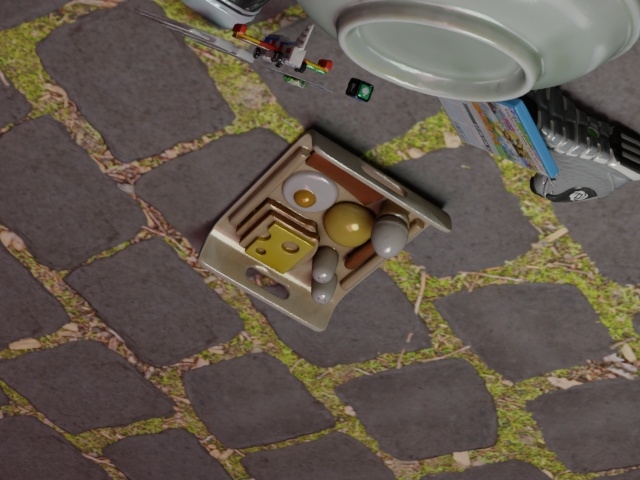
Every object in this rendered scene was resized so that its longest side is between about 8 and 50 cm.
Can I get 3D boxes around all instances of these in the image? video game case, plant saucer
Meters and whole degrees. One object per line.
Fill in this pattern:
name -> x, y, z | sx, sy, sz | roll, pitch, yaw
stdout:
video game case -> 0.200, -0.140, 1.686 | 0.166, 0.015, 0.119 | 30, 160, 50
plant saucer -> 0.130, -0.229, 1.489 | 0.400, 0.101, 0.400 | 15, 168, 3

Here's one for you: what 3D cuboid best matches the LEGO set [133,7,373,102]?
LEGO set -> -0.061, -0.218, 1.585 | 0.244, 0.060, 0.182 | 23, -177, 20

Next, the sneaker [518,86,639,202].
sneaker -> 0.274, -0.106, 1.732 | 0.228, 0.086, 0.132 | 28, 139, -17

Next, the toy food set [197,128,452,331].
toy food set -> 0.000, 0.000, 1.910 | 0.219, 0.092, 0.306 | 30, 135, -19

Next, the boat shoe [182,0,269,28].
boat shoe -> -0.172, -0.359, 1.550 | 0.335, 0.121, 0.119 | 28, 133, -36
